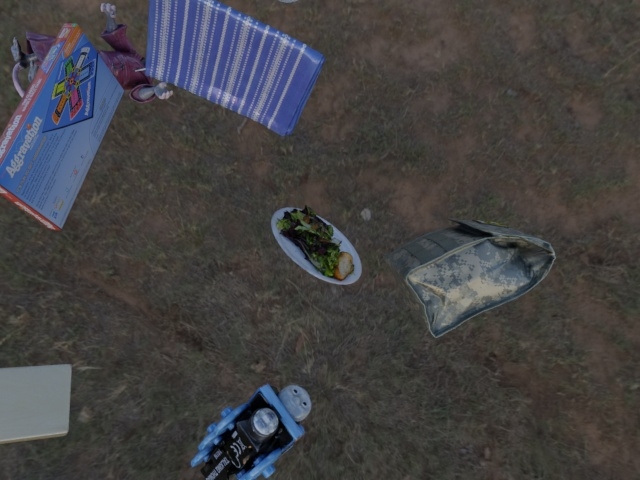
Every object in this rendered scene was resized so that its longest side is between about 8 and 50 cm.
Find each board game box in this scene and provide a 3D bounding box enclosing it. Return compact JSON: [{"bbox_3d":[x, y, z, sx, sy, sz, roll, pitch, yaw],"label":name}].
[{"bbox_3d":[-0.394,-0.172,0.714,0.027,0.145,0.281,6,65,10],"label":"board game box"}]

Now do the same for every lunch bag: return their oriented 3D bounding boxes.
[{"bbox_3d":[0.304,0.045,0.981,0.287,0.235,0.169,-26,99,2],"label":"lunch bag"}]

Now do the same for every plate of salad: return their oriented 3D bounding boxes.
[{"bbox_3d":[0.000,0.000,0.873,0.200,0.200,0.048,44,120,13],"label":"plate of salad"}]

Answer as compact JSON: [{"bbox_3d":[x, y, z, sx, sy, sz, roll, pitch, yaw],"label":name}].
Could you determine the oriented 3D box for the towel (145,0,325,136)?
[{"bbox_3d":[-0.179,-0.345,0.926,0.336,0.243,0.040,21,60,-12],"label":"towel"}]

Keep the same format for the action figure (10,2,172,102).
[{"bbox_3d":[-0.533,-0.409,1.173,0.370,0.275,0.248,-17,85,-41],"label":"action figure"}]

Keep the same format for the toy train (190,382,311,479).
[{"bbox_3d":[-0.072,0.217,0.513,0.080,0.184,0.105,48,43,17],"label":"toy train"}]

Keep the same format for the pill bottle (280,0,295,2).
[{"bbox_3d":[-0.073,-0.648,1.077,0.131,0.131,0.229,-1,50,0],"label":"pill bottle"}]

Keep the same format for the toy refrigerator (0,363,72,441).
[{"bbox_3d":[-0.514,0.245,0.672,0.269,0.094,0.102,3,66,-30],"label":"toy refrigerator"}]
